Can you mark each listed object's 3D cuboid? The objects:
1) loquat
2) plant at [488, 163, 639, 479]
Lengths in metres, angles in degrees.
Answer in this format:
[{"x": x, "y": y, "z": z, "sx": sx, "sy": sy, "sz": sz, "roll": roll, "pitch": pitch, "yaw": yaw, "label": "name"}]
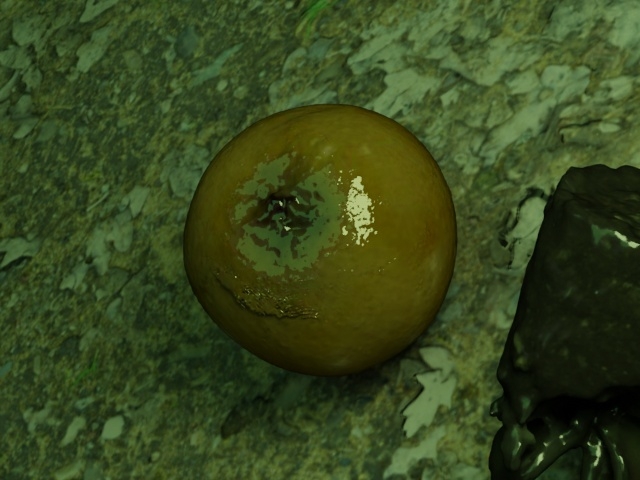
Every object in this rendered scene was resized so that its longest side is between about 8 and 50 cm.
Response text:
[{"x": 0.000, "y": 0.000, "z": 1.847, "sx": 0.263, "sy": 0.263, "sz": 0.263, "roll": -21, "pitch": 53, "yaw": 30, "label": "loquat"}, {"x": 0.250, "y": 0.087, "z": 1.607, "sx": 0.188, "sy": 0.199, "sz": 0.276, "roll": 16, "pitch": 113, "yaw": 9, "label": "plant"}]
